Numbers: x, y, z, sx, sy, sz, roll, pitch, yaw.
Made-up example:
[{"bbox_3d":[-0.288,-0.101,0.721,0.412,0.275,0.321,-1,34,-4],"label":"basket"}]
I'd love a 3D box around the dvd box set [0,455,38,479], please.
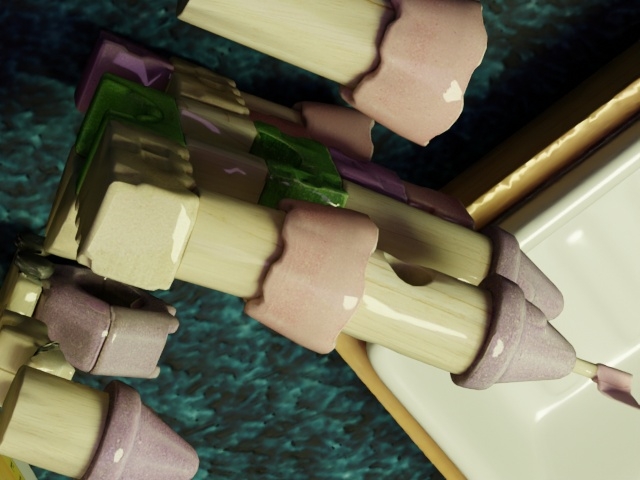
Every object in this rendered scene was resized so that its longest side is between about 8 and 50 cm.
[{"bbox_3d":[-0.205,0.174,0.827,0.062,0.420,0.308,-24,118,3],"label":"dvd box set"}]

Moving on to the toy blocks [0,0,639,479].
[{"bbox_3d":[0.000,0.000,0.865,0.260,0.288,0.309,20,107,-16],"label":"toy blocks"}]

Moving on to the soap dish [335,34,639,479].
[{"bbox_3d":[0.169,0.026,1.017,0.291,0.118,0.229,-37,118,6],"label":"soap dish"}]
